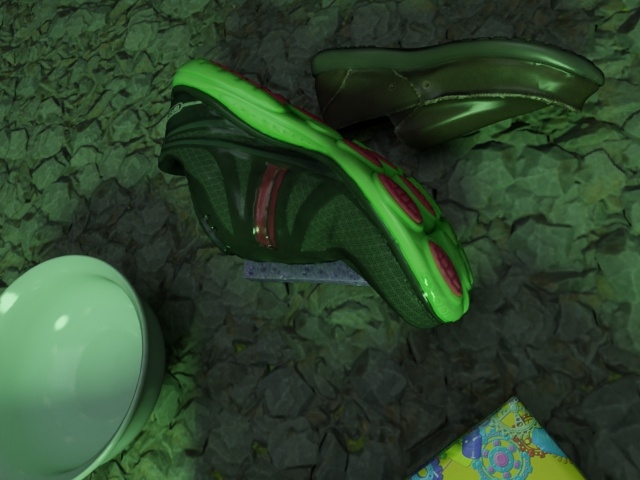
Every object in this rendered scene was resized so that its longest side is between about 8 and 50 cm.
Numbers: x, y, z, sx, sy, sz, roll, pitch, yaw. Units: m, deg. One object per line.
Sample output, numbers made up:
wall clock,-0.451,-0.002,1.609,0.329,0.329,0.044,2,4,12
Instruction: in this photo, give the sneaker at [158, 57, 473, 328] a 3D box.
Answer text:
sneaker,-0.027,-0.044,0.622,0.482,0.185,0.202,38,107,30

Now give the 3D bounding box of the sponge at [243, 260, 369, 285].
sponge,0.000,0.000,0.687,0.209,0.031,0.117,1,72,22

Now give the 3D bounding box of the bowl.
bowl,-0.321,0.179,0.695,0.297,0.134,0.298,-7,69,19

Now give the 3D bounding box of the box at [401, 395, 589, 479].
box,0.150,0.336,0.434,0.290,0.177,0.279,-39,63,6

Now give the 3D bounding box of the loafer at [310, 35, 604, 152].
loafer,0.154,-0.176,0.650,0.365,0.133,0.130,11,103,33
